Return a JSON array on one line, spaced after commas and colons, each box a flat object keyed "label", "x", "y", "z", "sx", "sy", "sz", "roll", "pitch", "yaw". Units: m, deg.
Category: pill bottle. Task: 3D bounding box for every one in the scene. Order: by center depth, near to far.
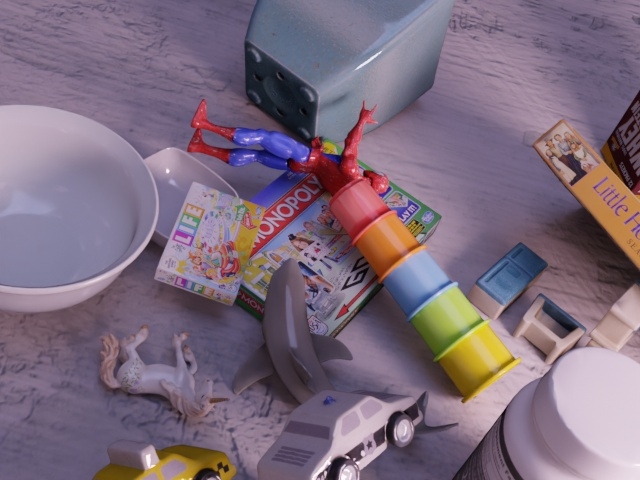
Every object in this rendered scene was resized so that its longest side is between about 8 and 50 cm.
[{"label": "pill bottle", "x": 0.252, "y": 0.246, "z": 1.047, "sx": 0.161, "sy": 0.283, "sz": 0.161, "roll": 10, "pitch": 48, "yaw": -11}]

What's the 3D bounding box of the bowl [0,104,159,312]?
[{"label": "bowl", "x": -0.353, "y": -0.017, "z": 1.178, "sx": 0.297, "sy": 0.134, "sz": 0.298, "roll": 10, "pitch": 47, "yaw": -11}]

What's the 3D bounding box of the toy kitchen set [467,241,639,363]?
[{"label": "toy kitchen set", "x": 0.337, "y": 0.065, "z": 1.316, "sx": 0.207, "sy": 0.166, "sz": 0.122, "roll": 40, "pitch": 50, "yaw": 17}]

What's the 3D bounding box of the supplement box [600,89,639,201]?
[{"label": "supplement box", "x": 0.603, "y": -0.165, "z": 1.590, "sx": 0.191, "sy": 0.194, "sz": 0.129, "roll": 4, "pitch": 49, "yaw": -16}]

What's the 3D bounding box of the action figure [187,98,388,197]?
[{"label": "action figure", "x": -0.030, "y": -0.145, "z": 1.365, "sx": 0.280, "sy": 0.091, "sz": 0.139, "roll": 20, "pitch": 55, "yaw": -1}]

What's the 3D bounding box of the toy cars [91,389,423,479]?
[{"label": "toy cars", "x": -0.084, "y": 0.219, "z": 1.000, "sx": 0.393, "sy": 0.087, "sz": 0.176, "roll": -16, "pitch": 14, "yaw": -3}]

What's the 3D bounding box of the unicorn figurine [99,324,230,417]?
[{"label": "unicorn figurine", "x": -0.181, "y": 0.157, "z": 1.143, "sx": 0.161, "sy": 0.060, "sz": 0.111, "roll": -1, "pitch": 49, "yaw": 1}]

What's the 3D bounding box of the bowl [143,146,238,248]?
[{"label": "bowl", "x": -0.198, "y": -0.048, "z": 1.314, "sx": 0.142, "sy": 0.053, "sz": 0.142, "roll": 36, "pitch": 49, "yaw": 15}]

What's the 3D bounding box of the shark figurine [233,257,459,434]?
[{"label": "shark figurine", "x": 0.010, "y": 0.167, "z": 1.141, "sx": 0.278, "sy": 0.116, "sz": 0.166, "roll": 44, "pitch": 78, "yaw": 3}]

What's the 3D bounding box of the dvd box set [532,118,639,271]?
[{"label": "dvd box set", "x": 0.475, "y": 0.041, "z": 1.335, "sx": 0.420, "sy": 0.062, "sz": 0.307, "roll": 56, "pitch": 14, "yaw": 29}]

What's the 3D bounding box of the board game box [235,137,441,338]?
[{"label": "board game box", "x": 0.000, "y": 0.000, "z": 1.344, "sx": 0.213, "sy": 0.046, "sz": 0.317, "roll": 36, "pitch": 48, "yaw": 12}]

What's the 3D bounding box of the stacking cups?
[{"label": "stacking cups", "x": 0.128, "y": 0.058, "z": 1.269, "sx": 0.096, "sy": 0.096, "sz": 0.316, "roll": -25, "pitch": 71, "yaw": -34}]

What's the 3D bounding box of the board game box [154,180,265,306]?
[{"label": "board game box", "x": -0.138, "y": 0.002, "z": 1.239, "sx": 0.103, "sy": 0.026, "sz": 0.154, "roll": 19, "pitch": 48, "yaw": -6}]

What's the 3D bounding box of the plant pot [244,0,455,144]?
[{"label": "plant pot", "x": 0.019, "y": -0.294, "z": 1.487, "sx": 0.247, "sy": 0.248, "sz": 0.252, "roll": 37, "pitch": 67, "yaw": 15}]
